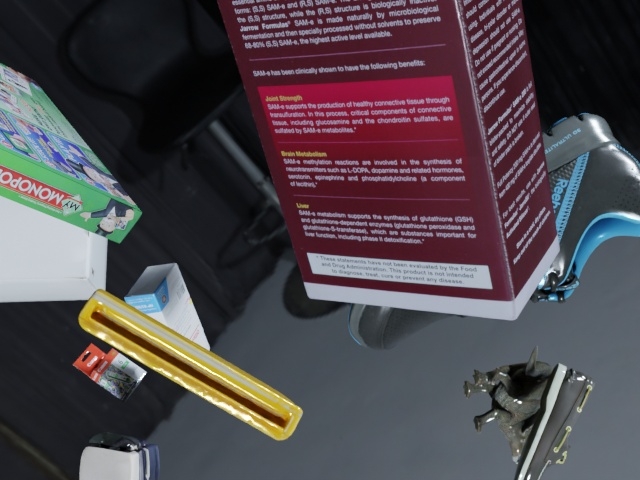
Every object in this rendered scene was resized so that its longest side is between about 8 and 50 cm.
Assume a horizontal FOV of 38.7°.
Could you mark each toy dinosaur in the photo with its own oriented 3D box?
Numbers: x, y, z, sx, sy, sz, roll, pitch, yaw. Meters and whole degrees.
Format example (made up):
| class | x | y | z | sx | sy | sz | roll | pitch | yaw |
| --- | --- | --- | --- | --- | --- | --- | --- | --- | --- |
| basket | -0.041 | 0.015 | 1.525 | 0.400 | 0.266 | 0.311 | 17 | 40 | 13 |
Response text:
| class | x | y | z | sx | sy | sz | roll | pitch | yaw |
| --- | --- | --- | --- | --- | --- | --- | --- | --- | --- |
| toy dinosaur | 0.360 | 0.270 | 1.654 | 0.160 | 0.313 | 0.121 | -2 | 39 | -13 |

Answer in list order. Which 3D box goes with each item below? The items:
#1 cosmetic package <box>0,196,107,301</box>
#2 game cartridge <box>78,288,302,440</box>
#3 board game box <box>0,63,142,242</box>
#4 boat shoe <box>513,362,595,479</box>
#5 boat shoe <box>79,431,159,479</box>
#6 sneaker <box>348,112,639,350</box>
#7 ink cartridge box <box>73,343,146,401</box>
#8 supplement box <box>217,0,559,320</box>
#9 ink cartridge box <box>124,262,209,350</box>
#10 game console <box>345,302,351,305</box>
| class | x | y | z | sx | sy | sz | roll | pitch | yaw |
| --- | --- | --- | --- | --- | --- | --- | --- | --- | --- |
| cosmetic package | -0.575 | 0.003 | 1.628 | 0.365 | 0.155 | 0.197 | 0 | 71 | -2 |
| game cartridge | -0.181 | 0.154 | 1.200 | 0.052 | 0.285 | 0.324 | -60 | 9 | -10 |
| board game box | -0.342 | -0.129 | 0.956 | 0.046 | 0.213 | 0.317 | -54 | 49 | 9 |
| boat shoe | 0.368 | 0.313 | 1.449 | 0.081 | 0.069 | 0.227 | 39 | -108 | -82 |
| boat shoe | -0.331 | 0.485 | 1.497 | 0.127 | 0.158 | 0.340 | 7 | 84 | 13 |
| sneaker | 0.180 | 0.018 | 0.924 | 0.341 | 0.125 | 0.139 | -38 | 67 | 9 |
| ink cartridge box | -0.379 | 0.231 | 1.642 | 0.029 | 0.115 | 0.063 | -52 | 2 | 43 |
| supplement box | 0.032 | -0.083 | 0.452 | 0.130 | 0.239 | 0.073 | 4 | 33 | 34 |
| ink cartridge box | -0.260 | 0.144 | 1.566 | 0.062 | 0.181 | 0.104 | -9 | 26 | 20 |
| game console | 0.000 | 0.000 | 2.148 | 0.044 | 0.213 | 0.361 | -32 | 60 | 6 |
